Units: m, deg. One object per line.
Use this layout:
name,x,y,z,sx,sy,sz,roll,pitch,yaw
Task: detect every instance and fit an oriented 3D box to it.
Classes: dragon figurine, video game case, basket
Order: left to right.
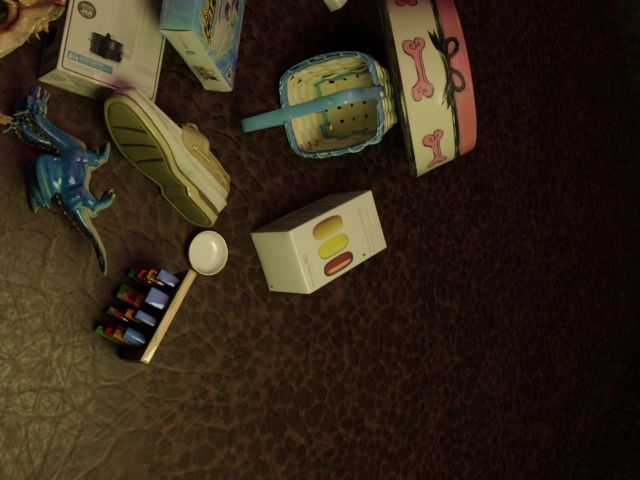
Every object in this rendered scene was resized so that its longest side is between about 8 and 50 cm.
dragon figurine,-0.404,-0.087,0.928,0.144,0.085,0.289,-2,86,-40
video game case,-0.192,-0.434,1.050,0.244,0.061,0.270,45,51,-79
basket,0.010,-0.268,1.206,0.289,0.254,0.201,-36,115,-57

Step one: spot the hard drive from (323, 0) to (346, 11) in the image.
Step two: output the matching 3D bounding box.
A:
hard drive,-0.016,-0.722,1.318,0.353,0.047,0.233,47,60,-32

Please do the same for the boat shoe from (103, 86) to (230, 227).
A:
boat shoe,-0.255,-0.154,1.036,0.103,0.113,0.302,-63,147,-28

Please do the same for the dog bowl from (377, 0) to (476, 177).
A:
dog bowl,0.234,-0.350,1.320,0.408,0.150,0.408,-12,90,-81

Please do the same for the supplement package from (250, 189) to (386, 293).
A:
supplement package,0.000,0.000,1.261,0.244,0.133,0.139,-29,108,-39

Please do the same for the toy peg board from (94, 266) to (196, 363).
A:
toy peg board,-0.296,0.112,0.986,0.079,0.160,0.161,32,67,-20

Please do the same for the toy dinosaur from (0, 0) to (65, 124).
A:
toy dinosaur,-0.510,-0.290,0.819,0.295,0.127,0.201,7,68,-23

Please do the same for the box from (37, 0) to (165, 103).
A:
box,-0.343,-0.380,0.988,0.169,0.087,0.290,15,79,-41

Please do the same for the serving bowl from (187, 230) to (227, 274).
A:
serving bowl,-0.218,0.023,1.136,0.083,0.027,0.083,0,89,-42
